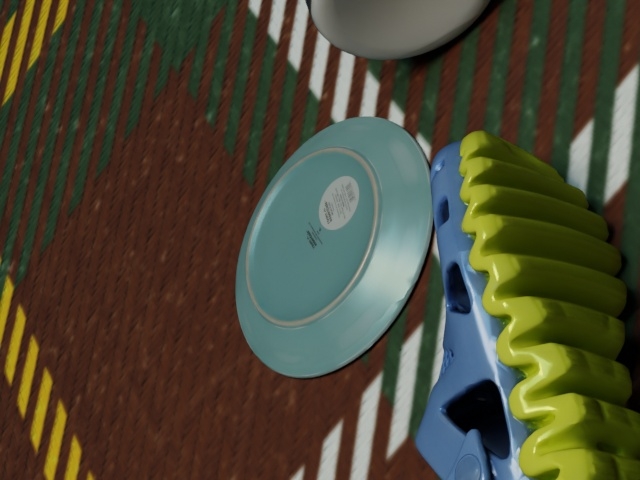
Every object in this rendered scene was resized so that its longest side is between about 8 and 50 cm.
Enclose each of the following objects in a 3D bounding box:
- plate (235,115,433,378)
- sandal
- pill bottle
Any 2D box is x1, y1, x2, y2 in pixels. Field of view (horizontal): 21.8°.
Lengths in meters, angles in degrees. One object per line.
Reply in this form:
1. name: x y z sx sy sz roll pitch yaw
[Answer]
1. plate: 0.000 0.000 1.123 0.188 0.024 0.188 -26 53 39
2. sandal: 0.099 0.081 0.899 0.138 0.126 0.317 -36 46 36
3. pill bottle: 0.028 -0.249 1.137 0.130 0.130 0.245 -41 45 27
